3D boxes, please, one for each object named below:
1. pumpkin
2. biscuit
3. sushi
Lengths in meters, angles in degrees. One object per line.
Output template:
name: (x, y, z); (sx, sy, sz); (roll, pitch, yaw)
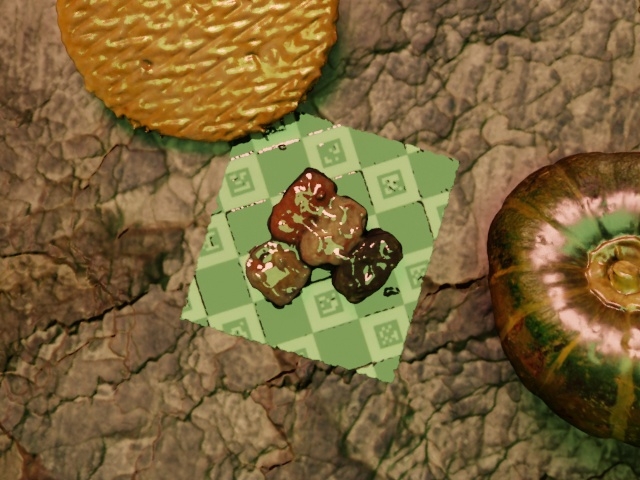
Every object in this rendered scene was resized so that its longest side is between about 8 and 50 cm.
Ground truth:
pumpkin: (0.271, 0.049, 0.627); (0.260, 0.189, 0.260); (-7, 68, 18)
biscuit: (-0.108, -0.209, 0.645); (0.254, 0.035, 0.253); (0, 113, 1)
sushi: (0.000, 0.000, 0.685); (0.220, 0.047, 0.231); (17, 90, -1)
